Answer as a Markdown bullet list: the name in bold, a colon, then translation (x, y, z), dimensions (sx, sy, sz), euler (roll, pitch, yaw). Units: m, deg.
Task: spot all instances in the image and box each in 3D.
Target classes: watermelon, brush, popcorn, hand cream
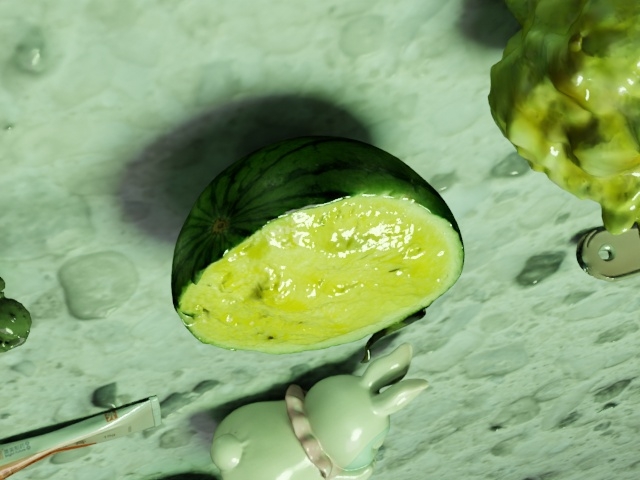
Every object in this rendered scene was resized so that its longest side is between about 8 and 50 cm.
- **watermelon**: translation (-0.004, -0.002, 0.850), dimensions (0.232, 0.127, 0.204), euler (10, 139, -38)
- **brush**: translation (0.399, 0.003, 1.169), dimensions (0.313, 0.072, 0.067), euler (-10, 163, -15)
- **popcorn**: translation (0.203, -0.102, 0.742), dimensions (0.167, 0.187, 0.185), euler (0, 131, -16)
- **hand cream**: translation (-0.264, 0.205, 1.142), dimensions (0.216, 0.038, 0.052), euler (-16, 178, -14)

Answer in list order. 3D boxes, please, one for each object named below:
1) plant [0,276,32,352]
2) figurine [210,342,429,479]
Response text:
- **plant**: translation (-0.280, 0.044, 0.822), dimensions (0.085, 0.087, 0.174), euler (9, 168, 42)
- **figurine**: translation (0.013, 0.207, 1.216), dimensions (0.236, 0.127, 0.155), euler (-25, 132, 3)
